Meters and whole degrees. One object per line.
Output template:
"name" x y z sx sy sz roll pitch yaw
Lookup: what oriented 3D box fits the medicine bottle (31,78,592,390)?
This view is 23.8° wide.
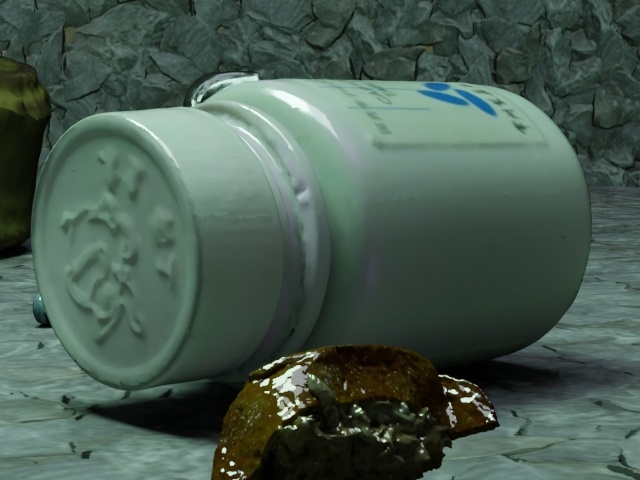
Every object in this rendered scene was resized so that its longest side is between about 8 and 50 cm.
"medicine bottle" 0.002 -0.003 0.823 0.170 0.170 0.293 6 9 44

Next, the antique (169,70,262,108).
"antique" -0.017 -0.068 1.522 0.255 0.185 0.322 15 13 41

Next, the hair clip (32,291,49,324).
"hair clip" -0.146 0.033 1.162 0.083 0.048 0.275 6 12 25

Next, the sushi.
"sushi" 0.010 0.075 0.585 0.120 0.055 0.052 5 -44 -42

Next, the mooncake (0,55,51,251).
"mooncake" -0.474 -0.103 1.527 0.393 0.246 0.394 6 8 -10
